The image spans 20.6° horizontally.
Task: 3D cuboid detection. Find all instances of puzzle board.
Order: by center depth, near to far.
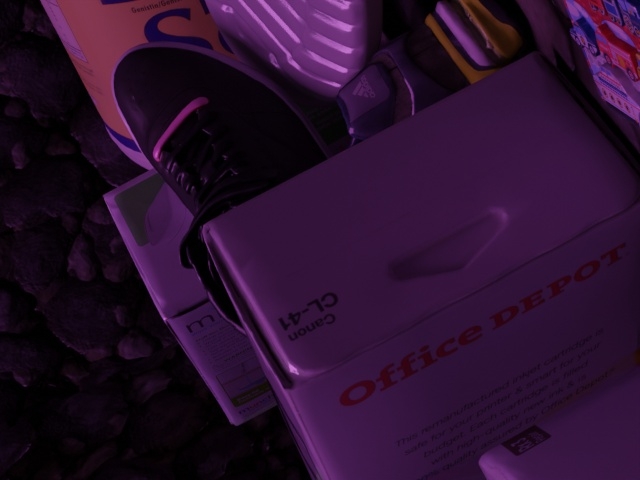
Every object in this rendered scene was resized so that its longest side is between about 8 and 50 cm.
[{"bbox_3d":[0.143,-0.089,0.833,0.096,0.011,0.128,65,175,-25],"label":"puzzle board"}]

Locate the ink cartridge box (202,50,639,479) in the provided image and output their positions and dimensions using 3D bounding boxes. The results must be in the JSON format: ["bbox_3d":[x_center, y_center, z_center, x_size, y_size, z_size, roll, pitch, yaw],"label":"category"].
[{"bbox_3d":[0.085,0.067,1.043,0.131,0.226,0.306,57,172,37],"label":"ink cartridge box"}]

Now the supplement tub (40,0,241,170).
[{"bbox_3d":[-0.110,-0.238,1.356,0.241,0.241,0.331,57,173,50],"label":"supplement tub"}]

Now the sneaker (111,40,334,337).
[{"bbox_3d":[-0.058,-0.039,1.153,0.296,0.104,0.147,46,-163,21],"label":"sneaker"}]

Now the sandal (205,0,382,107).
[{"bbox_3d":[0.003,-0.232,1.099,0.169,0.102,0.416,45,156,22],"label":"sandal"}]

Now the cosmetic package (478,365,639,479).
[{"bbox_3d":[0.240,0.253,0.851,0.385,0.156,0.217,65,175,-11],"label":"cosmetic package"}]

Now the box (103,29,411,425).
[{"bbox_3d":[0.000,0.000,1.345,0.126,0.262,0.231,60,178,28],"label":"box"}]

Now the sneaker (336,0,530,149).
[{"bbox_3d":[0.079,-0.042,1.124,0.111,0.121,0.300,60,175,36],"label":"sneaker"}]
